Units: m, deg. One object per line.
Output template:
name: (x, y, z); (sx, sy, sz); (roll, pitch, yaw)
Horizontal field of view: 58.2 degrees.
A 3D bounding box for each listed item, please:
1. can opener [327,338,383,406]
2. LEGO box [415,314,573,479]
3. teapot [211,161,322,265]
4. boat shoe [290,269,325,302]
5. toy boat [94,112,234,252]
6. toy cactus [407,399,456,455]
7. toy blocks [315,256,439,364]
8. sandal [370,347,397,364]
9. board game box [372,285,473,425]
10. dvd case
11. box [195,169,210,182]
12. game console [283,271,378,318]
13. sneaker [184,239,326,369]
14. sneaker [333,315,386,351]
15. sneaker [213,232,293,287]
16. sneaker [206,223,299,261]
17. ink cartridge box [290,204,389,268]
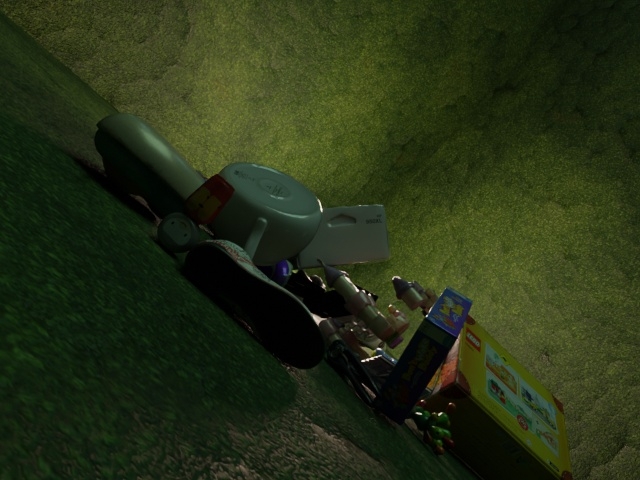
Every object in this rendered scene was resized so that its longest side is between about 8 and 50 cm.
can opener: (0.075, 0.281, 1.240); (0.073, 0.059, 0.186); (44, -2, -42)
LEGO box: (0.529, 0.516, 1.787); (0.500, 0.193, 0.372); (43, 31, -8)
teapot: (-0.130, -0.030, 1.199); (0.256, 0.187, 0.252); (-2, 37, -47)
boat shoe: (-0.031, 0.172, 2.005); (0.108, 0.102, 0.301); (42, -1, 31)
toy boat: (-0.288, -0.095, 1.031); (0.318, 0.148, 0.267); (32, -13, 41)
toy cactus: (0.252, 0.433, 1.425); (0.181, 0.112, 0.219); (33, 7, 3)
toy blocks: (0.118, 0.158, 1.544); (0.260, 0.309, 0.288); (49, 1, 24)
sandal: (0.300, 0.454, 1.905); (0.317, 0.138, 0.126); (41, 1, -12)
board game box: (0.247, 0.252, 1.342); (0.078, 0.233, 0.347); (32, 16, 13)
dvd case: (0.171, 0.347, 1.421); (0.165, 0.018, 0.221); (32, 12, 26)
box: (-0.406, -0.175, 1.861); (0.159, 0.044, 0.233); (10, 23, -42)
game console: (-0.014, 0.147, 1.696); (0.213, 0.043, 0.361); (-22, -38, 40)
sneaker: (-0.099, 0.094, 0.953); (0.270, 0.090, 0.145); (40, 2, -5)
sneaker: (0.147, 0.351, 2.313); (0.330, 0.122, 0.146); (40, -21, 54)
sneaker: (-0.179, 0.034, 1.348); (0.146, 0.102, 0.293); (35, 0, -34)
sneaker: (-0.177, -0.001, 1.581); (0.276, 0.097, 0.135); (20, -25, 17)
ink cartridge box: (0.000, 0.000, 1.776); (0.395, 0.286, 0.166); (166, -83, -71)
